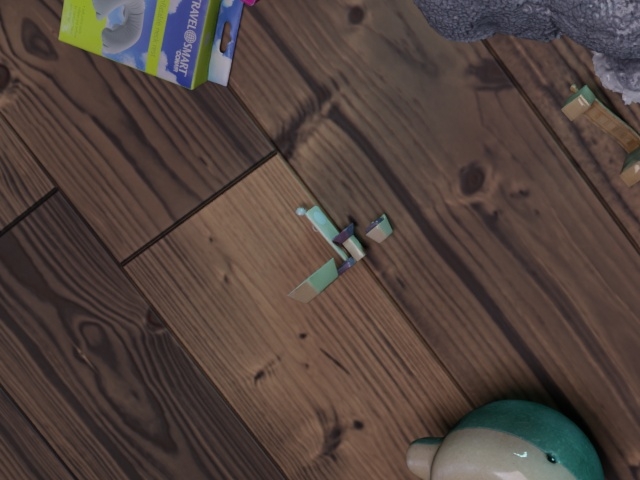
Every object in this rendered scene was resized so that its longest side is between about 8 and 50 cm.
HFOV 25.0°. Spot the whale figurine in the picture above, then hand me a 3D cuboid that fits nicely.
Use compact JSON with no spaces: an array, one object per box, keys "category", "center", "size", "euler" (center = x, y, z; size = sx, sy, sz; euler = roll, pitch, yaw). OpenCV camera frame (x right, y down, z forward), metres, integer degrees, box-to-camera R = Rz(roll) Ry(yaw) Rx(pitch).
[{"category":"whale figurine","center":[0.188,0.263,1.492],"size":[0.216,0.141,0.272],"euler":[35,145,5]}]

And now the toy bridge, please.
[{"category":"toy bridge","center":[0.291,-0.071,1.325],"size":[0.026,0.063,0.188],"euler":[-38,96,30]}]

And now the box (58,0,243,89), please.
[{"category":"box","center":[-0.172,-0.226,1.455],"size":[0.178,0.042,0.109],"euler":[21,118,13]}]

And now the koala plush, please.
[{"category":"koala plush","center":[0.209,-0.215,1.170],"size":[0.221,0.203,0.196],"euler":[32,145,22]}]

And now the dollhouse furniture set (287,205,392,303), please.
[{"category":"dollhouse furniture set","center":[0.000,0.000,1.445],"size":[0.091,0.114,0.081],"euler":[-39,90,33]}]

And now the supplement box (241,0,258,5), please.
[{"category":"supplement box","center":[-0.052,-0.343,1.316],"size":[0.111,0.114,0.220],"euler":[30,118,6]}]
